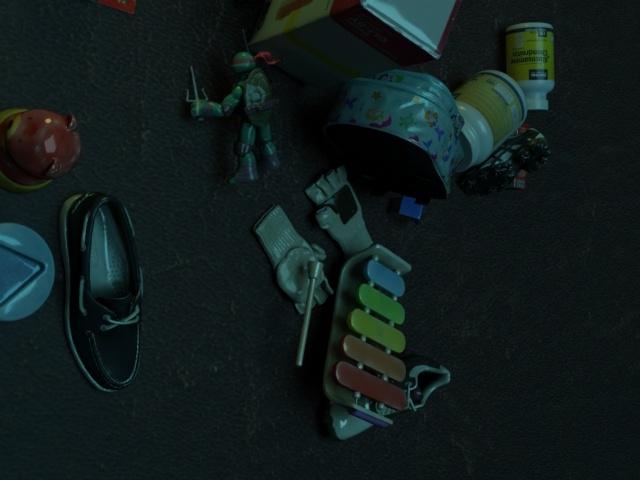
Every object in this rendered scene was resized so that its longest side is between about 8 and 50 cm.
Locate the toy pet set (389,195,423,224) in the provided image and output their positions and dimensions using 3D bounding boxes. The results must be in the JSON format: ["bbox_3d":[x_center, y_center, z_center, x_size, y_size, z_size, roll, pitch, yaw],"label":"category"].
[{"bbox_3d":[0.176,-0.097,1.889,0.122,0.065,0.114,28,72,-38],"label":"toy pet set"}]

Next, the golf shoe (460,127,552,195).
[{"bbox_3d":[0.379,-0.164,2.027,0.077,0.198,0.094,53,19,-40],"label":"golf shoe"}]

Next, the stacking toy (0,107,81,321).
[{"bbox_3d":[-0.456,-0.052,1.273,0.279,0.130,0.309,17,79,-41],"label":"stacking toy"}]

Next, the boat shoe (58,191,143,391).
[{"bbox_3d":[-0.313,0.080,1.428,0.114,0.091,0.303,-21,104,-40],"label":"boat shoe"}]

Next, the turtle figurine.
[{"bbox_3d":[-0.127,-0.219,1.588,0.175,0.118,0.234,-23,111,-40],"label":"turtle figurine"}]

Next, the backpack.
[{"bbox_3d":[0.130,-0.193,1.703,0.253,0.225,0.191,38,69,-61],"label":"backpack"}]

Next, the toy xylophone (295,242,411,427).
[{"bbox_3d":[0.065,0.160,1.710,0.236,0.081,0.323,22,65,-47],"label":"toy xylophone"}]

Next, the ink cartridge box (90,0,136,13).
[{"bbox_3d":[-0.335,-0.428,1.439,0.179,0.045,0.146,10,84,-39],"label":"ink cartridge box"}]

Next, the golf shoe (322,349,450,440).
[{"bbox_3d":[0.120,0.284,1.807,0.272,0.120,0.105,-30,111,-37],"label":"golf shoe"}]

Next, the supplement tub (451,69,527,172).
[{"bbox_3d":[0.306,-0.238,1.952,0.199,0.144,0.144,-41,116,-34],"label":"supplement tub"}]

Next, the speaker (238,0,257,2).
[{"bbox_3d":[-0.120,-0.469,1.625,0.055,0.055,0.136,-16,101,-41],"label":"speaker"}]

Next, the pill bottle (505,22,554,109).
[{"bbox_3d":[0.454,-0.372,2.113,0.103,0.103,0.184,-3,92,-42],"label":"pill bottle"}]

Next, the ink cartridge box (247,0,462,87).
[{"bbox_3d":[0.068,-0.417,1.554,0.160,0.384,0.279,26,78,-27],"label":"ink cartridge box"}]

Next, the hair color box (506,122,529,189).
[{"bbox_3d":[0.402,-0.180,2.090,0.043,0.072,0.141,7,87,-43],"label":"hair color box"}]

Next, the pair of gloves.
[{"bbox_3d":[0.000,0.000,1.747,0.240,0.042,0.204,-39,115,-34],"label":"pair of gloves"}]
